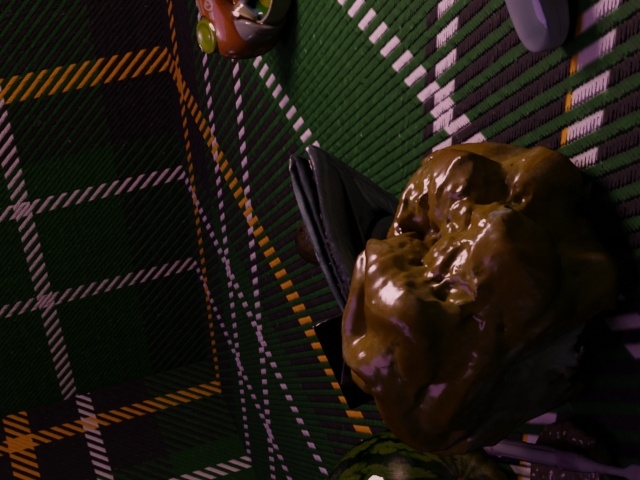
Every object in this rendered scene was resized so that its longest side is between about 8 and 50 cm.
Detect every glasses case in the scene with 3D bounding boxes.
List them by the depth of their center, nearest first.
[{"bbox_3d":[0.193,-0.266,1.045,0.067,0.045,0.179,166,89,-76],"label":"glasses case"}]

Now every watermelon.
[{"bbox_3d":[0.132,0.386,1.462,0.285,0.285,0.285,165,90,-76],"label":"watermelon"}]

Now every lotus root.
[{"bbox_3d":[0.000,0.000,1.960,0.179,0.080,0.089,161,93,-76],"label":"lotus root"}]

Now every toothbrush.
[{"bbox_3d":[0.264,0.230,1.172,0.354,0.029,0.024,165,97,-70],"label":"toothbrush"}]

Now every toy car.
[{"bbox_3d":[-0.123,-0.436,1.938,0.235,0.145,0.235,34,133,46],"label":"toy car"}]

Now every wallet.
[{"bbox_3d":[0.090,0.028,1.396,0.342,0.075,0.237,28,-141,-59],"label":"wallet"}]

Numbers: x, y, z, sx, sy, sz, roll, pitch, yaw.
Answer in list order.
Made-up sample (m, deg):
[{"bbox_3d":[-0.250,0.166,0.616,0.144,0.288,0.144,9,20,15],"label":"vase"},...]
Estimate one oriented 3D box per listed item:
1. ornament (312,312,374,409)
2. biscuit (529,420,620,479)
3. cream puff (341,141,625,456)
[{"bbox_3d":[0.099,0.178,1.504,0.196,0.153,0.166,-120,4,-67],"label":"ornament"},{"bbox_3d":[0.282,0.299,1.276,0.141,0.038,0.290,-121,23,-47],"label":"biscuit"},{"bbox_3d":[0.134,0.057,1.147,0.270,0.274,0.323,53,152,34],"label":"cream puff"}]
